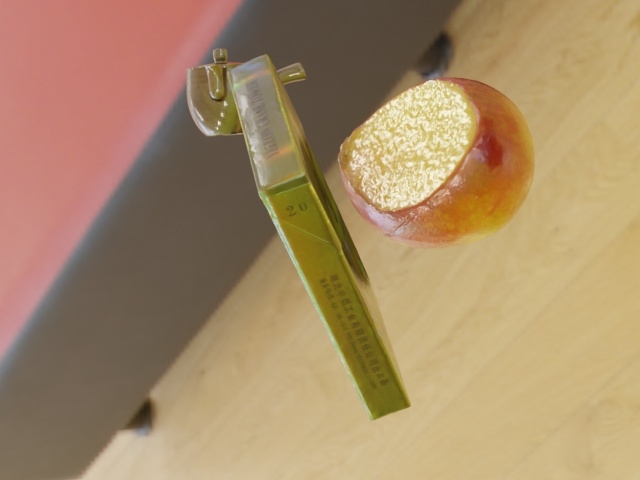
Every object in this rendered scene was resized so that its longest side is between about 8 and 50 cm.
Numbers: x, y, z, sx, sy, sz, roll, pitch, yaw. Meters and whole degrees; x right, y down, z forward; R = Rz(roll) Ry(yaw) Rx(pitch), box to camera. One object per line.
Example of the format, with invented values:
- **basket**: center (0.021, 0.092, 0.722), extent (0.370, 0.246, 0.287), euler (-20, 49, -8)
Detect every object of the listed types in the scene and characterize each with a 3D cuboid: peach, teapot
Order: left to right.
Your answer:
- **teapot**: center (-0.068, -0.138, 1.345), extent (0.085, 0.110, 0.080), euler (-75, -19, -86)
- **peach**: center (0.122, -0.082, 1.552), extent (0.190, 0.192, 0.190), euler (-176, 90, -70)

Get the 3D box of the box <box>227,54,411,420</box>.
- **box**: center (0.000, 0.000, 0.860), extent (0.121, 0.030, 0.193), euler (-107, -5, -49)
